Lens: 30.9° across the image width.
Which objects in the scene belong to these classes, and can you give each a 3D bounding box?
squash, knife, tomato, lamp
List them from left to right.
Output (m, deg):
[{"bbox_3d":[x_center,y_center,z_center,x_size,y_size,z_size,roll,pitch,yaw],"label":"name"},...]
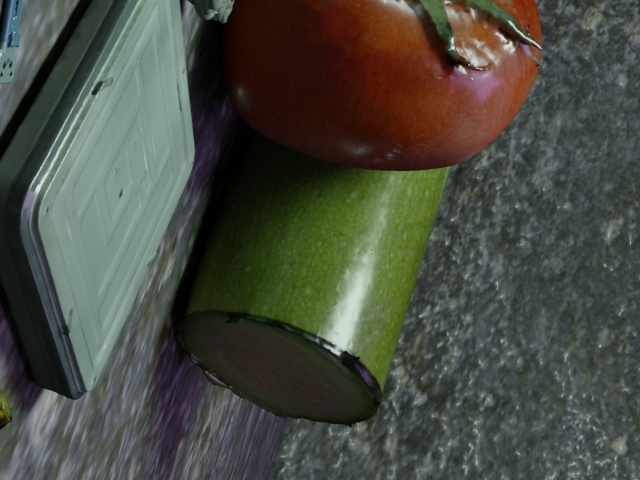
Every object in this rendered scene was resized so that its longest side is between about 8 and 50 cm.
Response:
[{"bbox_3d":[-0.182,-0.140,0.695,0.027,0.010,0.096,-48,152,-76],"label":"knife"},{"bbox_3d":[-0.164,-0.048,0.878,0.266,0.047,0.269,91,15,-56],"label":"lamp"},{"bbox_3d":[0.000,0.000,1.400,0.263,0.263,0.384,92,15,-60],"label":"squash"},{"bbox_3d":[0.063,-0.217,1.225,0.273,0.341,0.341,119,-8,-56],"label":"tomato"}]

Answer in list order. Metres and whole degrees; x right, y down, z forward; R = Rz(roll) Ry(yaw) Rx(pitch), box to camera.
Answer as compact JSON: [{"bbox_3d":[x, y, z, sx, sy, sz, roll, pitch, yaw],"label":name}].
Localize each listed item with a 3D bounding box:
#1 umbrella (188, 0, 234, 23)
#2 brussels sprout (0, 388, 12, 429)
[{"bbox_3d":[-0.096,-0.236,0.978,0.143,0.062,0.067,80,6,-62],"label":"umbrella"},{"bbox_3d":[-0.228,0.114,0.748,0.083,0.046,0.051,-93,-168,-80],"label":"brussels sprout"}]
